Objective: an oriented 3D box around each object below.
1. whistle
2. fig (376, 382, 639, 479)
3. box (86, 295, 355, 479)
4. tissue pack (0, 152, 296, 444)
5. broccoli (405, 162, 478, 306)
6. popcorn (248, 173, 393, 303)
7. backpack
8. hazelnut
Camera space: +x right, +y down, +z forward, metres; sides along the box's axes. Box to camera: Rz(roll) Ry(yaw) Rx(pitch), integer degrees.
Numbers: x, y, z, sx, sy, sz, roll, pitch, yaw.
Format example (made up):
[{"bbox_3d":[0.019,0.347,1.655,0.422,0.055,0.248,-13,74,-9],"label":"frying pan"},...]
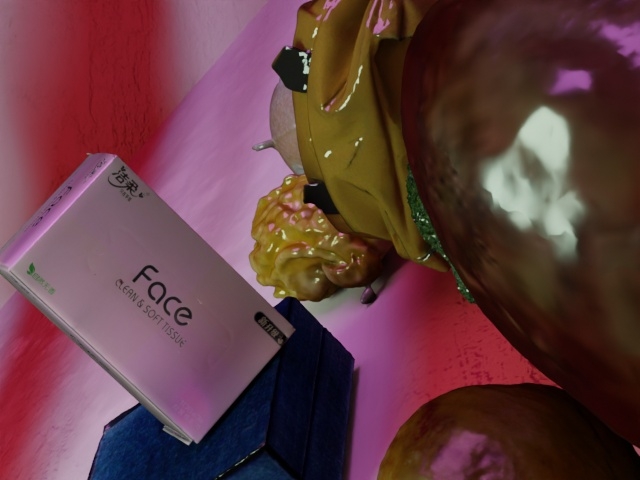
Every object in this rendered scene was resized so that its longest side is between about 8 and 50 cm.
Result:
[{"bbox_3d":[0.079,-0.167,1.863,0.347,0.189,0.189,-22,19,-3],"label":"whistle"},{"bbox_3d":[0.143,0.218,0.878,0.190,0.190,0.290,-39,38,14],"label":"fig"},{"bbox_3d":[-0.108,0.224,1.420,0.279,0.116,0.261,-35,22,22],"label":"box"},{"bbox_3d":[-0.165,0.056,1.346,0.148,0.246,0.092,-49,21,-12],"label":"tissue pack"},{"bbox_3d":[0.211,-0.061,1.193,0.283,0.321,0.304,-5,8,5],"label":"broccoli"},{"bbox_3d":[0.008,-0.015,1.662,0.194,0.140,0.163,-13,41,53],"label":"popcorn"},{"bbox_3d":[0.136,-0.161,1.437,0.378,0.354,0.201,-27,40,-28],"label":"backpack"},{"bbox_3d":[0.243,-0.037,0.849,0.421,0.420,0.353,-100,27,-68],"label":"hazelnut"}]
